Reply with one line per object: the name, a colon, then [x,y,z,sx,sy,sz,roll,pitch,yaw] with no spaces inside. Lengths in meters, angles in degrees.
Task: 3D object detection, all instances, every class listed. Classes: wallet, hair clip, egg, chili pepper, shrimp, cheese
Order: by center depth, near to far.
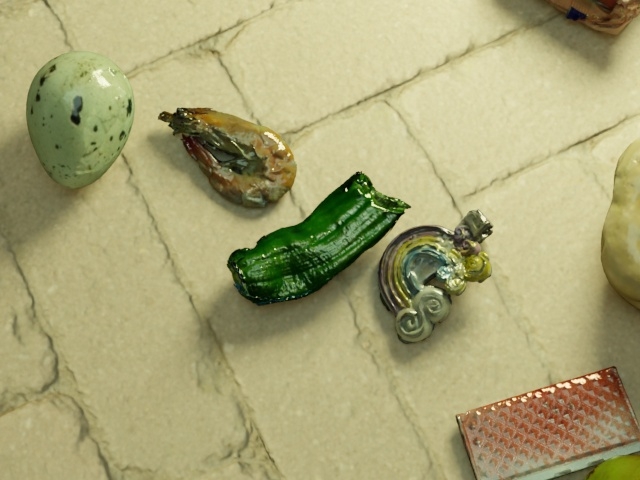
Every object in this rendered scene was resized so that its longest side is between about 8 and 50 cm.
wallet: [0.259,0.216,1.432,0.197,0.020,0.103,-17,72,-4]
cheese: [0.423,-0.020,1.458,0.235,0.117,0.218,-23,71,-5]
hair clip: [0.131,0.031,1.490,0.172,0.049,0.116,-41,61,-3]
chili pepper: [0.000,0.001,1.492,0.224,0.061,0.098,-30,68,-10]
egg: [-0.284,-0.144,1.514,0.131,0.131,0.164,-3,84,1]
shrimp: [-0.117,-0.110,1.544,0.190,0.042,0.101,29,82,10]

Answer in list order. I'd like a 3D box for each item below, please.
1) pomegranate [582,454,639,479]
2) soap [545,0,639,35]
pomegranate: [0.327,0.298,1.314,0.159,0.205,0.159,-5,80,29]
soap: [0.374,-0.404,1.600,0.218,0.098,0.273,34,75,12]
